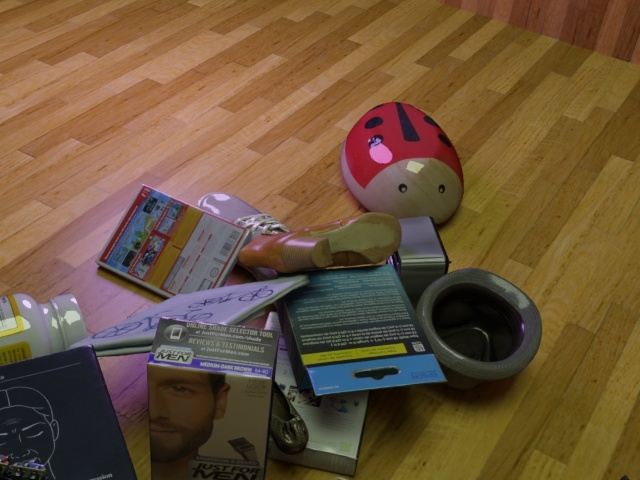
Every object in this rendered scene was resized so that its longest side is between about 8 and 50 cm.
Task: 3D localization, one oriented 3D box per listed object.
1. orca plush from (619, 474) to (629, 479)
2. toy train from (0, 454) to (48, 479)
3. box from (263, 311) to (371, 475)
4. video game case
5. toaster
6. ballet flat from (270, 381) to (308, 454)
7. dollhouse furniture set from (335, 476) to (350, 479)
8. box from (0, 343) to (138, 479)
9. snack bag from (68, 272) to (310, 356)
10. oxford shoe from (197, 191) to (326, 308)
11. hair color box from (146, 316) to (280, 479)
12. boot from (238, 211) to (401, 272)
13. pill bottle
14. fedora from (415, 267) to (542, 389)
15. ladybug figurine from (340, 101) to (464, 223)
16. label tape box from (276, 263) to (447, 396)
[{"bbox_3d":[0.608,0.507,1.458,0.287,0.102,0.151,20,84,32],"label":"orca plush"},{"bbox_3d":[-0.450,0.313,1.226,0.158,0.027,0.036,10,27,5],"label":"toy train"},{"bbox_3d":[-0.021,0.276,1.656,0.232,0.058,0.322,11,39,6],"label":"box"},{"bbox_3d":[-0.313,0.016,1.883,0.285,0.025,0.204,23,74,19],"label":"video game case"},{"bbox_3d":[0.201,0.066,1.868,0.110,0.168,0.186,-3,38,-7],"label":"toaster"},{"bbox_3d":[-0.098,0.271,1.557,0.084,0.058,0.250,-17,44,-27],"label":"ballet flat"},{"bbox_3d":[0.007,0.416,1.459,0.091,0.081,0.114,16,39,11],"label":"dollhouse furniture set"},{"bbox_3d":[-0.434,0.387,1.325,0.293,0.212,0.395,-11,42,-21],"label":"box"},{"bbox_3d":[-0.226,0.136,1.580,0.323,0.037,0.342,-10,8,27],"label":"snack bag"},{"bbox_3d":[-0.122,0.001,1.933,0.169,0.130,0.449,-21,44,-28],"label":"oxford shoe"},{"bbox_3d":[-0.170,0.281,1.394,0.185,0.339,0.110,7,38,0],"label":"hair color box"},{"bbox_3d":[0.000,0.001,1.758,0.211,0.104,0.295,2,11,44],"label":"boot"},{"bbox_3d":[-0.587,0.200,1.560,0.333,0.188,0.188,-13,42,-24],"label":"pill bottle"},{"bbox_3d":[0.294,0.191,1.738,0.243,0.124,0.275,29,42,11],"label":"fedora"},{"bbox_3d":[0.206,-0.212,2.223,0.305,0.162,0.449,-3,39,-12],"label":"ladybug figurine"},{"bbox_3d":[0.063,0.190,1.642,0.240,0.106,0.334,-4,37,-13],"label":"label tape box"}]
